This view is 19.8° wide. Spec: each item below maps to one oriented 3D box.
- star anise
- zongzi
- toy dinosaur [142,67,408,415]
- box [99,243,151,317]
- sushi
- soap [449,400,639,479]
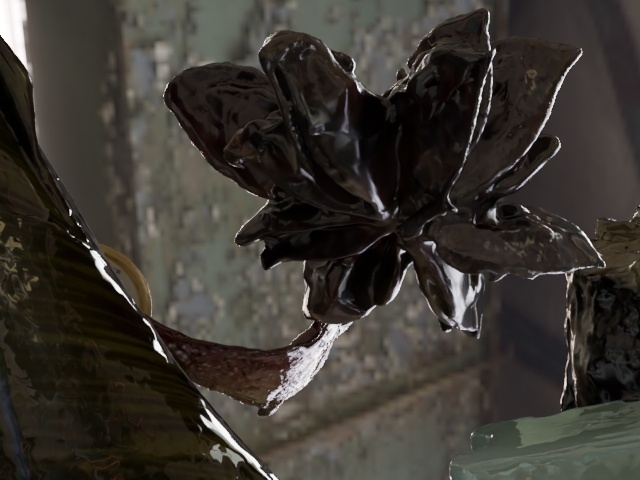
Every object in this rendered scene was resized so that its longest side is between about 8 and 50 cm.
[{"bbox_3d":[0.042,-0.034,0.987,0.212,0.282,0.129,-19,-136,22],"label":"star anise"},{"bbox_3d":[-0.128,0.033,0.922,0.432,0.403,0.208,4,163,-27],"label":"zongzi"},{"bbox_3d":[0.005,-0.009,1.335,0.113,0.206,0.327,34,-107,9],"label":"toy dinosaur"},{"bbox_3d":[-0.184,0.054,1.426,0.106,0.037,0.105,7,-112,-18],"label":"box"},{"bbox_3d":[0.303,0.062,1.385,0.211,0.170,0.350,2,-169,30],"label":"sushi"},{"bbox_3d":[0.164,0.205,0.814,0.160,0.265,0.087,-11,-175,16],"label":"soap"}]
